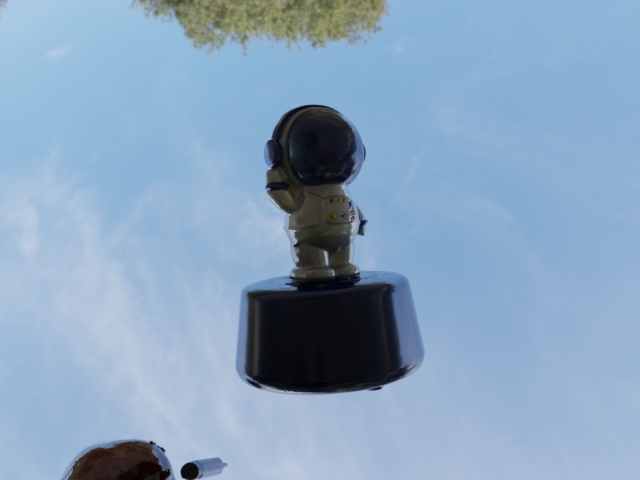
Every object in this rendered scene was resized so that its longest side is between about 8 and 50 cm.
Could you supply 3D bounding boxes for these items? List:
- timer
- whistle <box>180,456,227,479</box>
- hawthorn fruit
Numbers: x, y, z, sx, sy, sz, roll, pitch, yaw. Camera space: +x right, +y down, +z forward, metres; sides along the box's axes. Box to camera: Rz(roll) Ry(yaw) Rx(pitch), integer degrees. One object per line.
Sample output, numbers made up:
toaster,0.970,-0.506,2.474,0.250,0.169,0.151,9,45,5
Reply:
timer,0.000,0.000,0.838,0.270,0.270,0.383,-4,-87,16
whistle,-0.195,0.386,0.997,0.033,0.176,0.033,-2,-109,6
hawthorn fruit,-0.341,0.411,0.960,0.202,0.185,0.185,4,-127,35
